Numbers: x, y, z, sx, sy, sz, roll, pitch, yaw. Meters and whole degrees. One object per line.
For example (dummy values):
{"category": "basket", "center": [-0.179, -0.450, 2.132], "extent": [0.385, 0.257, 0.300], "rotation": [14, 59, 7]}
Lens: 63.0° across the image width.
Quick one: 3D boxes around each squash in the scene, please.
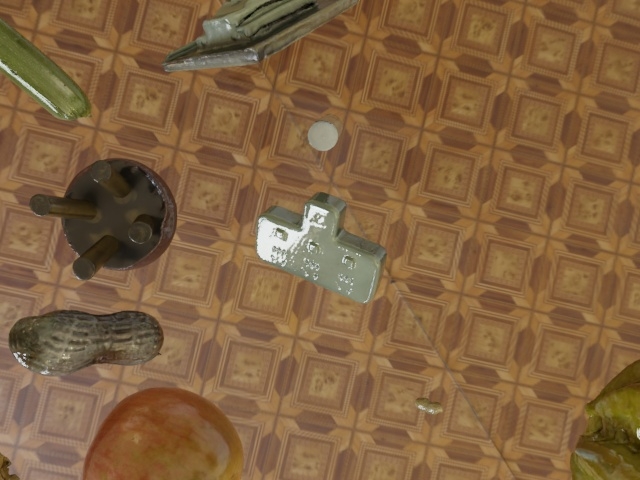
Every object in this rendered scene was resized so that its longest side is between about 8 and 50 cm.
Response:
{"category": "squash", "center": [-0.461, -0.274, 0.814], "extent": [0.239, 0.069, 0.069], "rotation": [42, 85, -21]}

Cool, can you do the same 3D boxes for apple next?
{"category": "apple", "center": [-0.348, 0.530, 1.207], "extent": [0.364, 0.364, 0.363], "rotation": [0, 89, -6]}

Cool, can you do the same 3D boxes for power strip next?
{"category": "power strip", "center": [-0.081, -0.282, 0.653], "extent": [0.213, 0.198, 0.064], "rotation": [-46, 128, -34]}
{"category": "power strip", "center": [-0.001, 0.000, 1.007], "extent": [0.265, 0.059, 0.193], "rotation": [22, 130, 16]}

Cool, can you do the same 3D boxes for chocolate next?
{"category": "chocolate", "center": [-0.376, 0.167, 0.868], "extent": [0.248, 0.110, 0.110], "rotation": [2, 89, -38]}

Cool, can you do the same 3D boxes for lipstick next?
{"category": "lipstick", "center": [0.014, -0.228, 1.083], "extent": [0.059, 0.264, 0.059], "rotation": [1, 106, 5]}

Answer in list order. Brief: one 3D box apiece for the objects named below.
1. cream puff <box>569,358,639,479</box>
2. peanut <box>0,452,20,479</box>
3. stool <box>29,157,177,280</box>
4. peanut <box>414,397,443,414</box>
{"category": "cream puff", "center": [0.445, 0.257, 0.565], "extent": [0.379, 0.275, 0.378], "rotation": [-12, 121, -20]}
{"category": "peanut", "center": [-0.182, 0.201, 0.232], "extent": [0.103, 0.098, 0.229], "rotation": [-14, 58, -1]}
{"category": "stool", "center": [-0.476, -0.052, 1.170], "extent": [0.272, 0.178, 0.271], "rotation": [0, 97, 1]}
{"category": "peanut", "center": [0.272, 0.415, 1.310], "extent": [0.037, 0.083, 0.037], "rotation": [0, 90, -45]}
